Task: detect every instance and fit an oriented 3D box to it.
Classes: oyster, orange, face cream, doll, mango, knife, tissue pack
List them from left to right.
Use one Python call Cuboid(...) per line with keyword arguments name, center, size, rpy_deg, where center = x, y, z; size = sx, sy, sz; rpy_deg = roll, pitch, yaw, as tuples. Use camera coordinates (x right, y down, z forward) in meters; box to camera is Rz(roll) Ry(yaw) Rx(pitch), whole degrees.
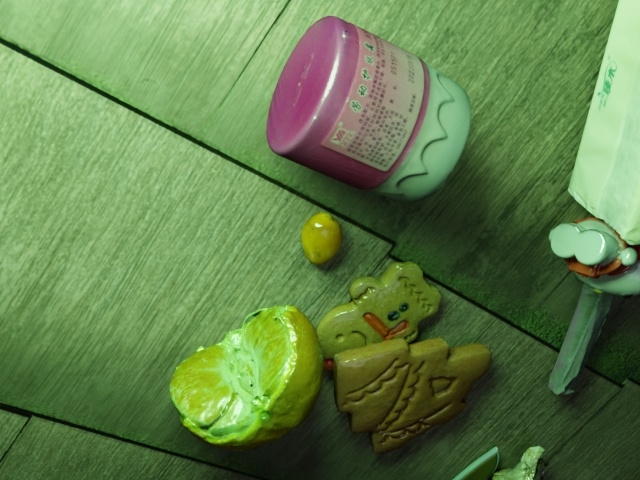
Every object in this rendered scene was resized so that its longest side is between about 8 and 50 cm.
Cuboid(name="orange", center=(-0.092, 0.209, 1.044), size=(0.237, 0.179, 0.158), rpy_deg=(-38, 121, 7))
Cuboid(name="mango", center=(0.000, 0.000, 1.024), size=(0.060, 0.046, 0.089), rpy_deg=(0, 134, -14))
Cuboid(name="face cream", center=(0.057, -0.152, 0.864), size=(0.195, 0.175, 0.175), rpy_deg=(19, 114, -25))
Cuboid(name="knife", center=(0.250, 0.536, 1.441), size=(0.061, 0.027, 0.343), rpy_deg=(31, 109, -25))
Cuboid(name="oyster", center=(0.399, 0.476, 1.426), size=(0.163, 0.081, 0.191), rpy_deg=(-2, 127, -47))
Cuboid(name="doll", center=(0.462, 0.023, 1.102), size=(0.290, 0.161, 0.129), rpy_deg=(12, 94, -44))
Cuboid(name="tissue pack", center=(0.539, -0.196, 0.955), size=(0.297, 0.207, 0.380), rpy_deg=(-1, 121, -10))

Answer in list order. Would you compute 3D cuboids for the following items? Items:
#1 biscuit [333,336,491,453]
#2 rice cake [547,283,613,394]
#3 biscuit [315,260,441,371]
Cuboid(name="biscuit", center=(0.134, 0.252, 1.198), size=(0.306, 0.043, 0.284), rpy_deg=(28, 114, -36))
Cuboid(name="rice cake", center=(0.458, 0.166, 1.257), size=(0.055, 0.049, 0.269), rpy_deg=(-16, 128, -33))
Cuboid(name="biscuit", center=(0.084, 0.130, 1.134), size=(0.226, 0.036, 0.166), rpy_deg=(-36, 125, 8))
